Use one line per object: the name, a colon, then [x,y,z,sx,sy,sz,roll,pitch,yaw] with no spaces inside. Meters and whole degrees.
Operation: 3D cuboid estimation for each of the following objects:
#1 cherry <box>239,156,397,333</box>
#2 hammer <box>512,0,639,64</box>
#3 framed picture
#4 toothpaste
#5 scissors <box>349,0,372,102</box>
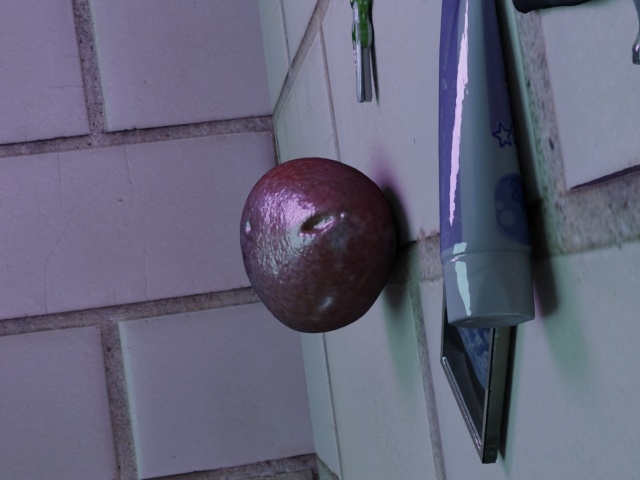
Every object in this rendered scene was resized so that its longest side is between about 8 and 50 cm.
cherry: [0.000,0.000,1.399,0.307,0.221,0.261,140,115,-65]
hammer: [0.180,-0.180,0.657,0.246,0.029,0.103,-121,25,-74]
framed picture: [0.164,0.082,1.009,0.189,0.023,0.260,-106,12,-59]
toothpaste: [0.137,-0.109,0.860,0.125,0.080,0.371,116,152,-73]
scissors: [0.059,-0.303,1.373,0.101,0.027,0.204,-145,50,-83]
